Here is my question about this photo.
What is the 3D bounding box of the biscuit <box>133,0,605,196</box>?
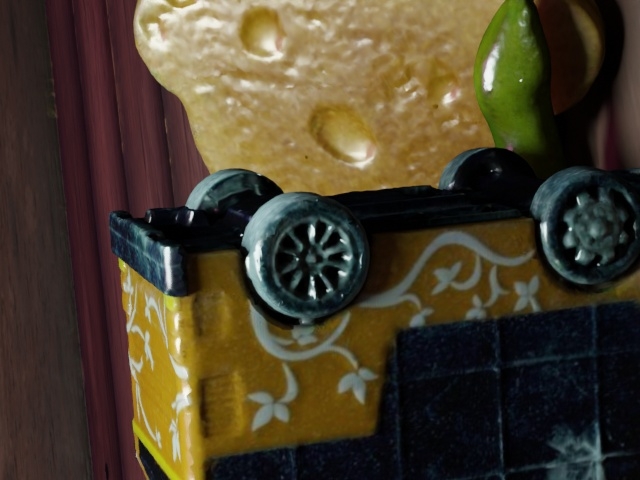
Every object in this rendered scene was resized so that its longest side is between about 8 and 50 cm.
[{"bbox_3d":[0.050,-0.092,1.000,0.343,0.287,0.057,54,-151,-10],"label":"biscuit"}]

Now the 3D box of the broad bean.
[{"bbox_3d":[0.133,-0.030,0.937,0.052,0.053,0.256,0,115,33],"label":"broad bean"}]

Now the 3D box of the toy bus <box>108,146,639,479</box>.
[{"bbox_3d":[0.064,0.055,0.818,0.162,0.324,0.194,-158,64,-71],"label":"toy bus"}]
